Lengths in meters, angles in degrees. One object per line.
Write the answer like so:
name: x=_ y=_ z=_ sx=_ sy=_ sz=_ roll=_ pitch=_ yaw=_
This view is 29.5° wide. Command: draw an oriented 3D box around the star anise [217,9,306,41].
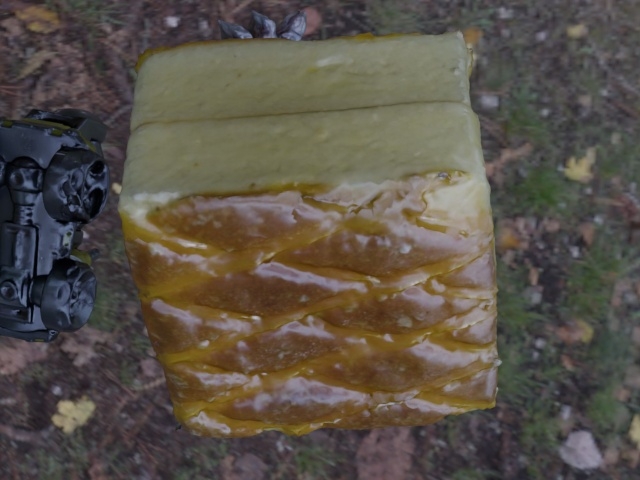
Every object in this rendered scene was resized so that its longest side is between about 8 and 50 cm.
star anise: x=-0.080 y=-0.225 z=1.682 sx=0.236 sy=0.093 sz=0.229 roll=11 pitch=73 yaw=-36

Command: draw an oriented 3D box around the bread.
bread: x=0.000 y=0.000 z=0.959 sx=0.279 sy=0.207 sz=0.279 roll=-2 pitch=134 yaw=2

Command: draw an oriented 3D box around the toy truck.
toy truck: x=-0.275 y=-0.019 z=1.220 sx=0.147 sy=0.165 sz=0.224 roll=10 pitch=103 yaw=13
